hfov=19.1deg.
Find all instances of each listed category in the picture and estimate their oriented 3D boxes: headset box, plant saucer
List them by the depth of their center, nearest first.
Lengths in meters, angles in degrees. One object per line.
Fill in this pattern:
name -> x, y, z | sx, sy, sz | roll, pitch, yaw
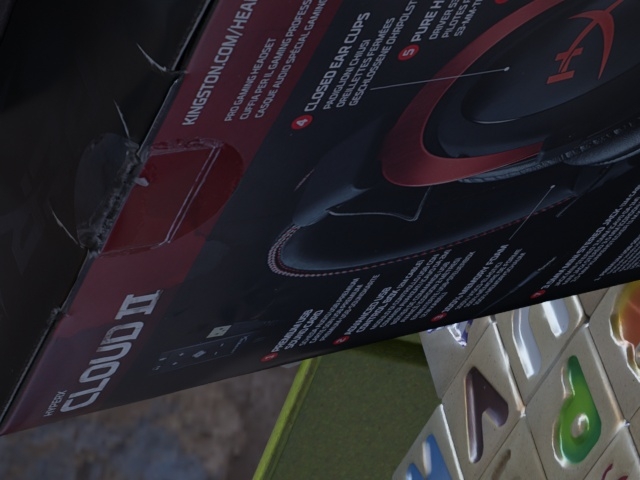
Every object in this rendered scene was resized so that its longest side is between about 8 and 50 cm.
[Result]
headset box -> 0.027, -0.069, 0.483 | 0.293, 0.110, 0.218 | -12, -28, -32
plant saucer -> 0.034, 0.132, 1.025 | 0.188, 0.045, 0.188 | 15, -76, -36

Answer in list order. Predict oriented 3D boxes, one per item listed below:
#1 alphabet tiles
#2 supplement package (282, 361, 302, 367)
alphabet tiles -> 0.111, 0.092, 0.756 | 0.011, 0.342, 0.285 | 11, -50, -23
supplement package -> 0.000, 0.000, 1.223 | 0.105, 0.105, 0.179 | 24, -32, -33
